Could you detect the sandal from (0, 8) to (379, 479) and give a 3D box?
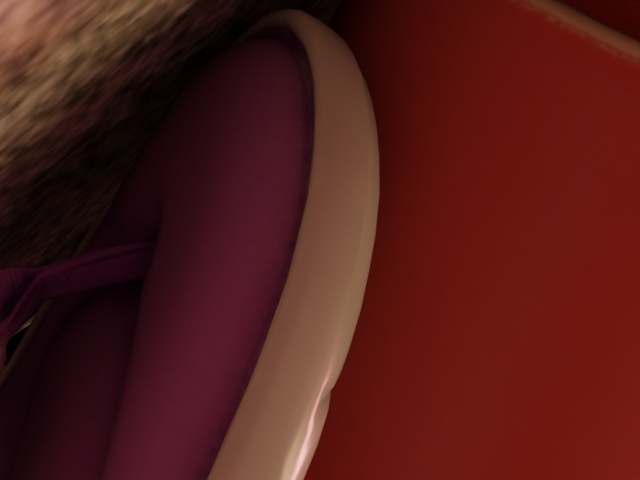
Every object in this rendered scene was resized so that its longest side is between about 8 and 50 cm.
[{"bbox_3d":[-0.124,0.108,0.401,0.416,0.102,0.169,-55,-148,19],"label":"sandal"}]

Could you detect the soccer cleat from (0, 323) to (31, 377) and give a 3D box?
[{"bbox_3d":[-0.120,0.059,0.579,0.072,0.060,0.179,-52,-170,-24],"label":"soccer cleat"}]

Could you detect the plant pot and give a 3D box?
[{"bbox_3d":[0.079,0.029,0.465,0.275,0.275,0.243,-41,155,-61],"label":"plant pot"}]
